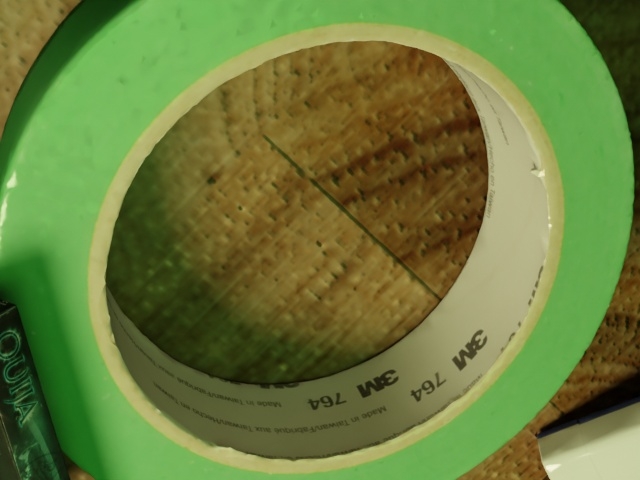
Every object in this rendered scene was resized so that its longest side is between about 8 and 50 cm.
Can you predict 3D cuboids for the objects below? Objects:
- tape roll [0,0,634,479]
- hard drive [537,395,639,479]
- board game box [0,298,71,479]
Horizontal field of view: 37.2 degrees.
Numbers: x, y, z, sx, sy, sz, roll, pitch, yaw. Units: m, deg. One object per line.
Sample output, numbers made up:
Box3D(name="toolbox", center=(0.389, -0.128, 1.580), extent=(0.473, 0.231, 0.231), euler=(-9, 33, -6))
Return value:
Box3D(name="tape roll", center=(0.000, 0.000, 0.487), extent=(0.321, 0.077, 0.321), euler=(-7, 116, -15))
Box3D(name="hard drive", center=(0.333, 0.153, 0.618), extent=(0.318, 0.040, 0.210), euler=(-25, 114, 17))
Box3D(name="board game box", center=(-0.169, 0.099, 0.458), extent=(0.026, 0.126, 0.186), euler=(-35, 129, -43))
